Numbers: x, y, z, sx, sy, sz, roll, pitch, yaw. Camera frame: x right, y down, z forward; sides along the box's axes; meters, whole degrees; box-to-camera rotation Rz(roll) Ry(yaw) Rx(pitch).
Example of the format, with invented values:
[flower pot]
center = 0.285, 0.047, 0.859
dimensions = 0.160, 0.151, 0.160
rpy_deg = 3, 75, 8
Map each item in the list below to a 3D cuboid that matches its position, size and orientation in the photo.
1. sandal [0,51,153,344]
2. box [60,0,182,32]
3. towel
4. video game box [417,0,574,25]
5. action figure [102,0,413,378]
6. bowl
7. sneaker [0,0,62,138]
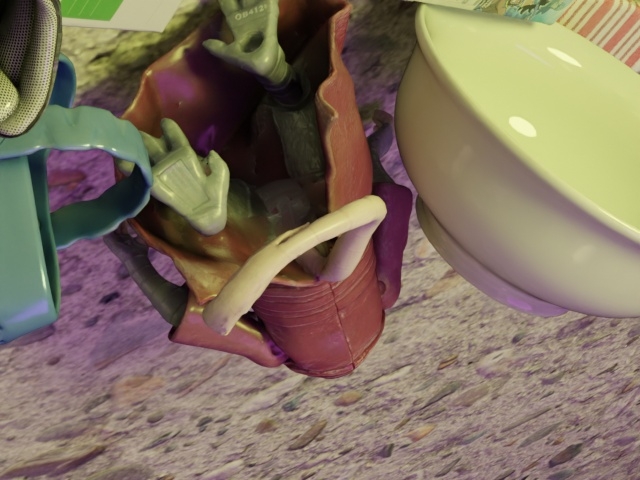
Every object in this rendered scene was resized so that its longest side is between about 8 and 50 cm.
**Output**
[sandal]
center = -0.199, 0.014, 0.784
dimensions = 0.317, 0.138, 0.126
rpy_deg = -61, 163, -23
[box]
center = -0.111, -0.175, 0.742
dimensions = 0.087, 0.102, 0.101
rpy_deg = -5, 144, -47
[towel]
center = 0.205, -0.155, 1.233
dimensions = 0.197, 0.029, 0.144
rpy_deg = 2, 137, -51
[video game box]
center = 0.163, -0.240, 1.000
dimensions = 0.187, 0.048, 0.205
rpy_deg = 2, 140, -47
[action figure]
center = 0.000, 0.000, 1.025
dimensions = 0.248, 0.276, 0.370
rpy_deg = -34, 142, -10
[bowl]
center = 0.162, -0.040, 1.050
dimensions = 0.298, 0.298, 0.134
rpy_deg = -2, 135, -47
[sneaker]
center = -0.221, -0.092, 0.704
dimensions = 0.268, 0.153, 0.101
rpy_deg = -40, 153, 27
